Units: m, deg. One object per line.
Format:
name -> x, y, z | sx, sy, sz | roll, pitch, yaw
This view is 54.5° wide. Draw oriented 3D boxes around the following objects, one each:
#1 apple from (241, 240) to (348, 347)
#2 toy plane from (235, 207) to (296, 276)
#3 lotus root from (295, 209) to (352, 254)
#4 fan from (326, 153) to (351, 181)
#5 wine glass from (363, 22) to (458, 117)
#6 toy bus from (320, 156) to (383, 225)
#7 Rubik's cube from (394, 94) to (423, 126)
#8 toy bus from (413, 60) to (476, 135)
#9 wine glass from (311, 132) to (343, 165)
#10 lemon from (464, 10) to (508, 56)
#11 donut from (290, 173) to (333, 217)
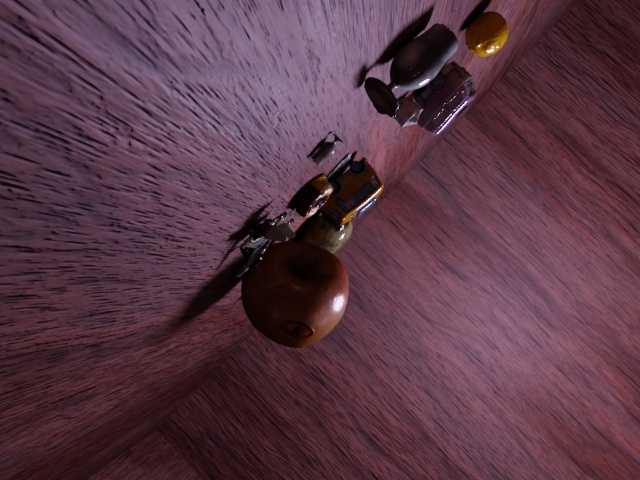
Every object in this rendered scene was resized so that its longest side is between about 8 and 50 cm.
apple -> -0.086, 0.177, 1.944 | 0.338, 0.338, 0.305 | -39, 158, -47
toy plane -> -0.163, 0.008, 1.601 | 0.262, 0.088, 0.192 | -37, 174, 36
lotus root -> 0.000, 0.000, 2.289 | 0.173, 0.173, 0.309 | -39, 178, -45
fan -> 0.038, -0.192, 1.911 | 0.131, 0.009, 0.240 | -41, 172, -33
wine glass -> 0.203, -0.376, 1.359 | 0.222, 0.103, 0.103 | -43, 174, -15
toy bus -> 0.095, -0.144, 1.925 | 0.209, 0.136, 0.126 | -40, 172, -14
Rubik's cube -> 0.259, -0.379, 1.837 | 0.075, 0.084, 0.073 | -29, -177, 43
toy bus -> 0.383, -0.443, 1.932 | 0.202, 0.142, 0.142 | -49, 173, 34
wine glass -> 0.016, -0.215, 1.478 | 0.083, 0.042, 0.039 | -45, 145, 12
lemon -> 0.465, -0.578, 1.735 | 0.155, 0.114, 0.114 | -46, 175, -38
donut -> -0.021, -0.124, 1.763 | 0.140, 0.059, 0.140 | -43, 171, -9
